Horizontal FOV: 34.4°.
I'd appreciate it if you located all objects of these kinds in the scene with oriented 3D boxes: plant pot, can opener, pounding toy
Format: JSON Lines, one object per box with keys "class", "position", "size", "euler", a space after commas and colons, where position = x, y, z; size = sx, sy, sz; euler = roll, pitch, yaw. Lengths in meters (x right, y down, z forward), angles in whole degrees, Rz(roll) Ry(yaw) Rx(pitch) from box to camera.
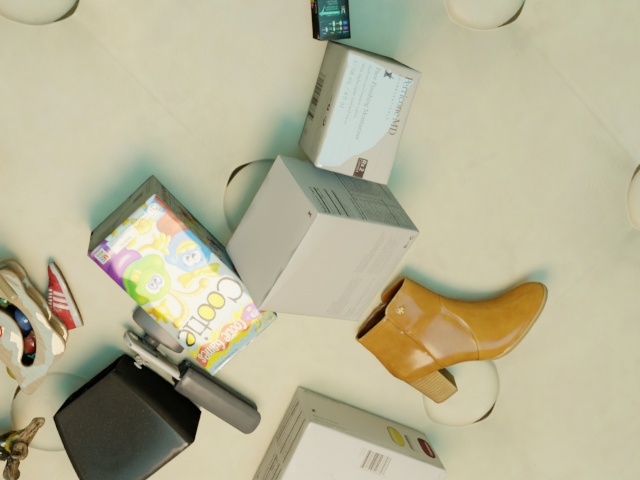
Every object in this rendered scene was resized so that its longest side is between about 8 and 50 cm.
{"class": "plant pot", "position": [-0.320, 0.293, 1.669], "size": [0.187, 0.188, 0.167], "euler": [-37, 95, 2]}
{"class": "can opener", "position": [-0.208, 0.220, 1.715], "size": [0.280, 0.074, 0.093], "euler": [41, 94, -18]}
{"class": "pounding toy", "position": [-0.502, 0.118, 1.551], "size": [0.154, 0.155, 0.269], "euler": [-34, 104, -2]}

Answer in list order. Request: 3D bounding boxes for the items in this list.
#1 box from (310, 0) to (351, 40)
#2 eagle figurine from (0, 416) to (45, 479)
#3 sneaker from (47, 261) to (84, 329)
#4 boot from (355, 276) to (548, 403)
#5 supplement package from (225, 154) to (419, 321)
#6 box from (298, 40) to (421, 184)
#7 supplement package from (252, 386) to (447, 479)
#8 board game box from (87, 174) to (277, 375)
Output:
{"class": "box", "position": [0.015, -0.354, 1.603], "size": [0.052, 0.062, 0.083], "euler": [-7, 107, -10]}
{"class": "eagle figurine", "position": [-0.607, 0.300, 1.610], "size": [0.298, 0.225, 0.226], "euler": [12, 114, -24]}
{"class": "sneaker", "position": [-0.431, 0.096, 1.656], "size": [0.067, 0.042, 0.118], "euler": [-21, 110, -8]}
{"class": "boot", "position": [0.221, 0.125, 1.754], "size": [0.295, 0.104, 0.211], "euler": [-44, 109, 8]}
{"class": "supplement package", "position": [0.000, 0.000, 1.594], "size": [0.203, 0.149, 0.194], "euler": [10, 124, -38]}
{"class": "box", "position": [0.056, -0.200, 1.591], "size": [0.119, 0.182, 0.181], "euler": [13, 103, -13]}
{"class": "supplement package", "position": [0.045, 0.406, 1.776], "size": [0.262, 0.145, 0.204], "euler": [22, 101, -16]}
{"class": "board game box", "position": [-0.218, 0.054, 1.630], "size": [0.142, 0.144, 0.275], "euler": [-43, 107, 3]}
